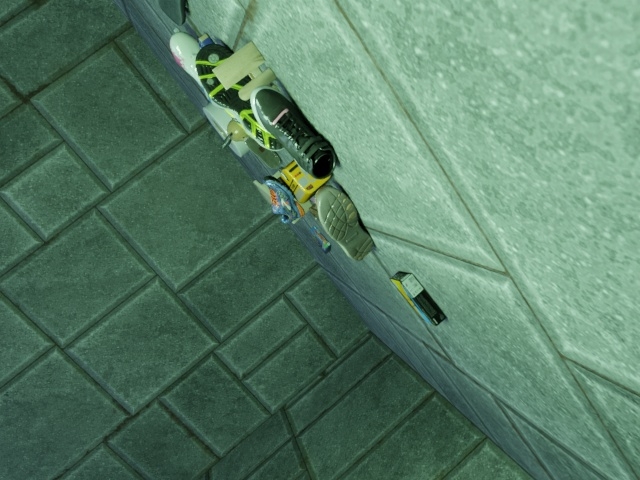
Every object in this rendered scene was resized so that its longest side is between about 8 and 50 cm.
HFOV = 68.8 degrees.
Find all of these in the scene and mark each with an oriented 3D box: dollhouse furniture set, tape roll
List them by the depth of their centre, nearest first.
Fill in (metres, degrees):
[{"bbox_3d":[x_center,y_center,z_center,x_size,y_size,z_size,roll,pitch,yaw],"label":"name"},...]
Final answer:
[{"bbox_3d":[-0.200,-0.416,1.241,0.144,0.123,0.151,53,173,-20],"label":"dollhouse furniture set"},{"bbox_3d":[-0.424,-0.534,2.192,0.286,0.100,0.286,50,174,7],"label":"tape roll"}]

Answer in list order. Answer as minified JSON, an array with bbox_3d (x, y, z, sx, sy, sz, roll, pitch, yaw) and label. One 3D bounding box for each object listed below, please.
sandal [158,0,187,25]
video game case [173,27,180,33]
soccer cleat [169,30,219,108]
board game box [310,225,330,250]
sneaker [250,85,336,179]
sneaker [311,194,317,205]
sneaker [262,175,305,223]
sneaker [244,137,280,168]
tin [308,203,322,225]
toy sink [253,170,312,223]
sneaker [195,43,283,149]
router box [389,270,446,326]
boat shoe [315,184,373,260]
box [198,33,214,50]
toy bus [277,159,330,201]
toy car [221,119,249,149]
[{"bbox_3d":[-0.441,-0.742,1.438,0.097,0.054,0.254,45,165,-16],"label":"sandal"},{"bbox_3d":[-0.535,-0.771,1.966,0.183,0.023,0.201,51,173,-3],"label":"video game case"},{"bbox_3d":[-0.404,-0.609,1.695,0.143,0.116,0.331,31,167,37],"label":"soccer cleat"},{"bbox_3d":[0.000,0.000,2.558,0.136,0.035,0.201,50,173,8],"label":"board game box"},{"bbox_3d":[-0.056,-0.273,1.202,0.296,0.104,0.147,48,174,-38],"label":"sneaker"},{"bbox_3d":[0.002,-0.144,1.712,0.134,0.051,0.070,54,175,1],"label":"sneaker"},{"bbox_3d":[-0.132,-0.131,1.575,0.083,0.087,0.221,40,170,46],"label":"sneaker"},{"bbox_3d":[-0.265,-0.396,1.955,0.222,0.083,0.118,53,174,-26],"label":"sneaker"},{"bbox_3d":[0.008,-0.100,1.966,0.106,0.040,0.190,49,174,-23],"label":"tin"},{"bbox_3d":[-0.167,-0.213,2.106,0.234,0.131,0.153,39,167,39],"label":"toy sink"},{"bbox_3d":[-0.246,-0.423,1.439,0.384,0.145,0.147,53,173,-5],"label":"sneaker"},{"bbox_3d":[0.305,0.181,1.478,0.179,0.046,0.133,51,174,-5],"label":"router box"},{"bbox_3d":[0.059,-0.059,1.507,0.116,0.123,0.324,47,171,47],"label":"boat shoe"},{"bbox_3d":[-0.328,-0.577,1.588,0.225,0.036,0.136,54,173,-13],"label":"box"},{"bbox_3d":[-0.058,-0.205,1.527,0.130,0.108,0.333,48,173,-3],"label":"toy bus"},{"bbox_3d":[-0.260,-0.371,1.602,0.149,0.188,0.155,51,173,-6],"label":"toy car"}]
